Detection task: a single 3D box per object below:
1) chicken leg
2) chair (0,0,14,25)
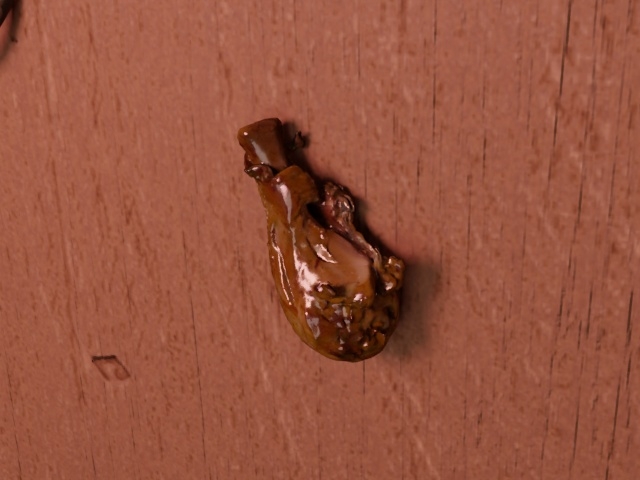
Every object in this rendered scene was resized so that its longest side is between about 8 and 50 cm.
[{"bbox_3d":[-0.002,0.001,0.852,0.101,0.085,0.207,-7,109,65],"label":"chicken leg"},{"bbox_3d":[-0.384,-0.256,0.863,0.188,0.166,0.272,-7,154,27],"label":"chair"}]
